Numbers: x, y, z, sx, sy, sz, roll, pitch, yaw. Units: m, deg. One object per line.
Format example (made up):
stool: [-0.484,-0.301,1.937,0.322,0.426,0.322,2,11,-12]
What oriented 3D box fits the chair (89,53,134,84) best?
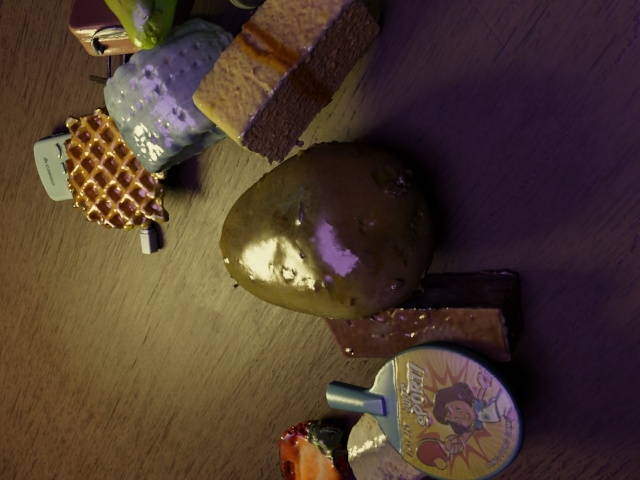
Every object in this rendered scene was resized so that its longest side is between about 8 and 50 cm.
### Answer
chair: [-0.303,-0.313,1.284,0.212,0.084,0.101,17,113,27]

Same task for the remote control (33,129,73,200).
remote control: [-0.463,-0.159,1.465,0.296,0.056,0.140,-4,105,33]

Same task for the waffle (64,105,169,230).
waffle: [-0.381,-0.134,1.365,0.243,0.058,0.238,1,107,26]

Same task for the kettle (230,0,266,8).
kettle: [-0.174,-0.488,1.036,0.265,0.205,0.318,-45,80,8]

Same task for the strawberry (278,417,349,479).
strawberry: [-0.008,0.406,1.373,0.140,0.085,0.192,-9,109,27]

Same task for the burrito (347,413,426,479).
burrito: [0.158,0.328,1.224,0.143,0.105,0.299,51,125,1]

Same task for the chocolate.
chocolate: [0.153,0.124,1.152,0.321,0.112,0.112,-4,116,33]

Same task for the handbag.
handbag: [-0.315,-0.376,1.207,0.193,0.151,0.072,2,152,18]

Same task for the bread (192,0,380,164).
bread: [-0.046,-0.247,1.042,0.178,0.142,0.266,35,99,-10]

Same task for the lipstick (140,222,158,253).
lipstick: [-0.344,-0.027,1.459,0.025,0.025,0.107,5,106,32]

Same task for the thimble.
thimble: [-0.216,-0.233,1.179,0.250,0.205,0.172,-29,93,17]

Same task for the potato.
potato: [-0.005,-0.018,1.118,0.359,0.219,0.270,1,89,39]

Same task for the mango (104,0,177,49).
mango: [-0.269,-0.382,1.088,0.125,0.111,0.233,-28,59,38]

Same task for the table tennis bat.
table tennis bat: [0.151,0.258,1.121,0.329,0.044,0.215,1,102,35]
